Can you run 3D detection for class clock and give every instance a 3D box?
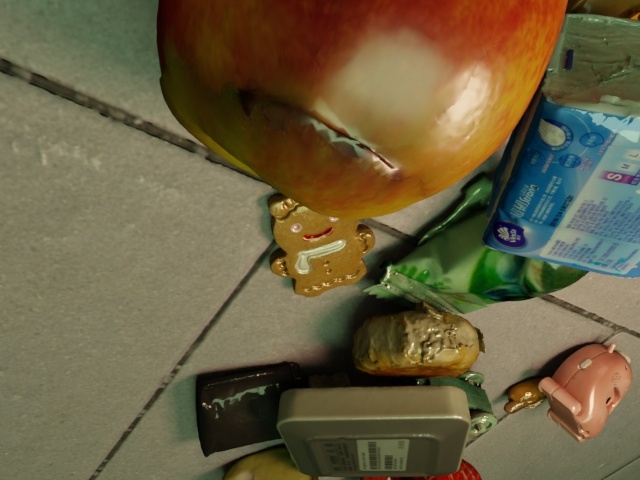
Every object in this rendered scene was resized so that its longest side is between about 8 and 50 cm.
[{"bbox_3d":[0.707,0.381,1.345,0.241,0.142,0.227,-39,131,-8],"label":"clock"}]

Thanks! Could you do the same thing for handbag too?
[{"bbox_3d":[-0.149,0.366,1.109,0.223,0.080,0.247,-5,132,-15],"label":"handbag"}]

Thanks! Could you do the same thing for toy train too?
[{"bbox_3d":[0.261,0.383,1.221,0.304,0.150,0.221,30,127,-33],"label":"toy train"}]

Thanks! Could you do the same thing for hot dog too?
[{"bbox_3d":[0.556,0.419,1.407,0.140,0.060,0.090,-8,130,-9],"label":"hot dog"}]

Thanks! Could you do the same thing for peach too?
[{"bbox_3d":[0.036,-0.206,0.490,0.370,0.370,0.370,-9,133,-10],"label":"peach"}]

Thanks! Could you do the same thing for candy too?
[{"bbox_3d":[0.289,0.043,0.914,0.398,0.172,0.263,-34,129,30],"label":"candy"}]

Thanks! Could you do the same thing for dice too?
[{"bbox_3d":[-0.107,0.676,1.298,0.238,0.233,0.226,-14,134,-5],"label":"dice"}]

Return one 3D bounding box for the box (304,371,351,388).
[{"bbox_3d":[0.018,0.324,1.140,0.098,0.062,0.045,0,135,-22],"label":"box"}]

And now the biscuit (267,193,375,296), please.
[{"bbox_3d":[0.001,0.002,0.860,0.184,0.035,0.249,-16,133,-5],"label":"biscuit"}]

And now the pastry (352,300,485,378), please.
[{"bbox_3d":[0.178,0.199,1.013,0.236,0.120,0.257,10,155,-23],"label":"pastry"}]

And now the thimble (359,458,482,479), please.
[{"bbox_3d":[0.273,0.747,1.425,0.231,0.350,0.350,28,117,-37],"label":"thimble"}]

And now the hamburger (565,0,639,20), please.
[{"bbox_3d":[0.374,-0.272,0.602,0.274,0.212,0.274,11,149,7],"label":"hamburger"}]

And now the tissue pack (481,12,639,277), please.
[{"bbox_3d":[0.310,-0.089,0.575,0.198,0.146,0.263,13,152,11],"label":"tissue pack"}]

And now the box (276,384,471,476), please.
[{"bbox_3d":[0.112,0.419,1.100,0.373,0.090,0.367,-4,139,6],"label":"box"}]
